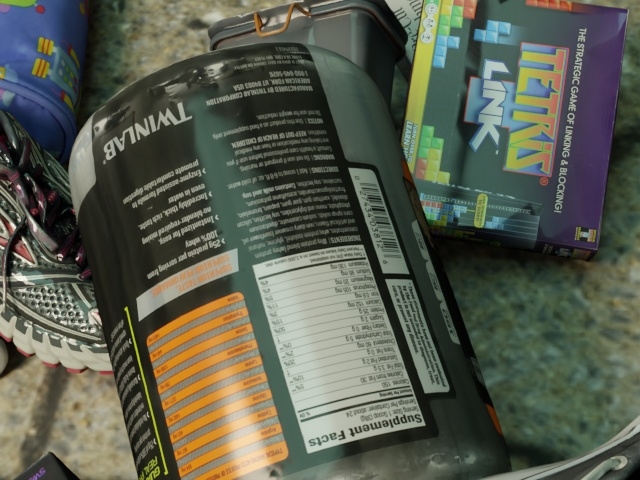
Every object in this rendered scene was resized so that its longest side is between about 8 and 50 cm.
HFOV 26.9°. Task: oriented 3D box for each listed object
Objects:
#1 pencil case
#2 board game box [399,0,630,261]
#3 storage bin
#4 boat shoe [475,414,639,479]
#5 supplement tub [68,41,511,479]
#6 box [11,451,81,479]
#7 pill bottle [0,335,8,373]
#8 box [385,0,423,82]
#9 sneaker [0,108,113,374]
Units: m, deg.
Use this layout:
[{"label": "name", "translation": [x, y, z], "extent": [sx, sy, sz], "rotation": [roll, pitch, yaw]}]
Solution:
[{"label": "pencil case", "translation": [-0.257, -0.200, 1.114], "extent": [0.133, 0.119, 0.306], "rotation": [6, 54, -13]}, {"label": "board game box", "translation": [0.127, -0.081, 0.909], "extent": [0.141, 0.048, 0.170], "rotation": [8, 79, 7]}, {"label": "storage bin", "translation": [-0.012, -0.109, 0.935], "extent": [0.135, 0.098, 0.091], "rotation": [-10, 62, 22]}, {"label": "boat shoe", "translation": [0.191, 0.131, 0.684], "extent": [0.301, 0.102, 0.108], "rotation": [-10, 88, -34]}, {"label": "supplement tub", "translation": [-0.016, 0.073, 0.782], "extent": [0.207, 0.207, 0.338], "rotation": [-19, 67, 5]}, {"label": "box", "translation": [-0.113, 0.277, 0.718], "extent": [0.143, 0.165, 0.270], "rotation": [-36, 50, -7]}, {"label": "pill bottle", "translation": [-0.271, 0.047, 0.990], "extent": [0.065, 0.065, 0.116], "rotation": [-22, 53, 2]}, {"label": "box", "translation": [0.052, -0.216, 1.063], "extent": [0.067, 0.063, 0.324], "rotation": [-27, 54, 0]}, {"label": "sneaker", "translation": [-0.211, -0.014, 0.941], "extent": [0.299, 0.112, 0.121], "rotation": [31, 43, 13]}]
